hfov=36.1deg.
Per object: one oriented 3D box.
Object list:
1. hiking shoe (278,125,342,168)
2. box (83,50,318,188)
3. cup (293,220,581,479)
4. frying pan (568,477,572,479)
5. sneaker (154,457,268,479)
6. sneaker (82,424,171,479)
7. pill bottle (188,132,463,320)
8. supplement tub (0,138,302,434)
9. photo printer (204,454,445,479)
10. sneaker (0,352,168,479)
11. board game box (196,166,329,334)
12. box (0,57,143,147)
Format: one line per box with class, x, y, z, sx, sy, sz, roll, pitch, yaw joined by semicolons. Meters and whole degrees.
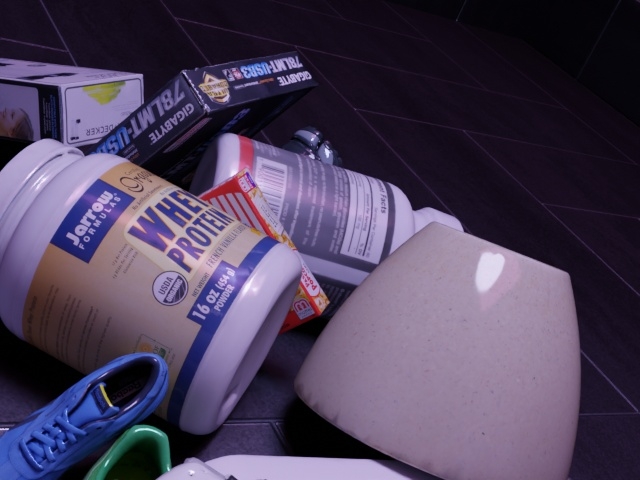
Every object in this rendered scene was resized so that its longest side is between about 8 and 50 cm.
hiking shoe;0.020;-0.038;1.595;0.132;0.113;0.304;-36;72;-13
box;-0.188;-0.151;1.389;0.073;0.295;0.293;58;31;2
cup;0.163;0.116;1.128;0.331;0.237;0.331;21;3;-1
frying pan;0.211;0.318;1.121;0.326;0.053;0.197;17;27;-12
sneaker;-0.054;0.227;0.737;0.330;0.122;0.146;7;45;-19
sneaker;-0.171;0.264;0.804;0.109;0.123;0.295;17;27;-17
pill bottle;0.000;0.000;1.356;0.363;0.210;0.210;17;27;-18
supplement tub;-0.204;0.044;1.072;0.316;0.228;0.228;28;26;6
photo printer;0.018;0.313;0.896;0.307;0.107;0.256;9;30;-29
sneaker;-0.229;0.168;0.888;0.209;0.082;0.069;-35;79;-22
board game box;-0.102;0.030;1.187;0.193;0.146;0.045;58;25;-8
box;-0.411;-0.199;1.390;0.290;0.087;0.169;12;19;29
